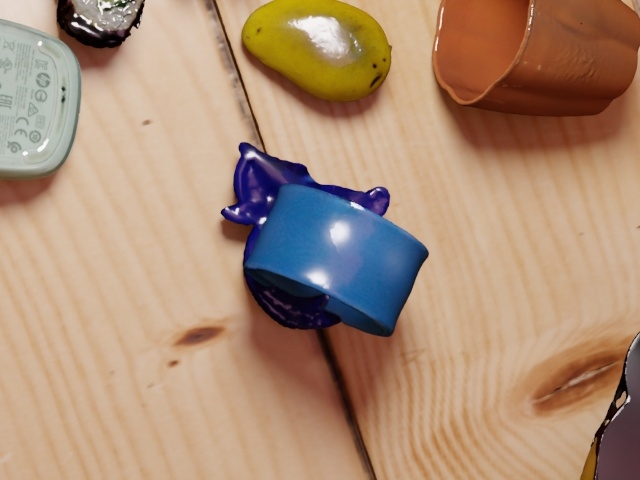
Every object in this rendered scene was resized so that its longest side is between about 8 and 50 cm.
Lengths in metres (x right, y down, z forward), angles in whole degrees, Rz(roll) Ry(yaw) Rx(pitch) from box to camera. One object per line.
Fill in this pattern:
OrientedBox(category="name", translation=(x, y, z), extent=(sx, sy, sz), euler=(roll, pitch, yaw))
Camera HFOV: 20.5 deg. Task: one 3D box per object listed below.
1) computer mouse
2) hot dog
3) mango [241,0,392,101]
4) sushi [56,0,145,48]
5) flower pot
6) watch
OrientedBox(category="computer mouse", translation=(-0.379, -0.147, 1.733), extent=(0.288, 0.097, 0.160), euler=(9, 83, -28))
OrientedBox(category="hot dog", translation=(0.372, 0.276, 1.934), extent=(0.194, 0.107, 0.326), euler=(22, 75, 0))
OrientedBox(category="mango", translation=(-0.003, -0.205, 1.864), extent=(0.161, 0.076, 0.103), euler=(17, 89, -7))
OrientedBox(category="sushi", translation=(-0.228, -0.245, 1.790), extent=(0.098, 0.084, 0.094), euler=(14, 87, -11))
OrientedBox(category="flower pot", translation=(0.238, -0.218, 1.894), extent=(0.173, 0.190, 0.191), euler=(12, 84, -30))
OrientedBox(category="watch", translation=(0.004, 0.009, 1.791), extent=(0.196, 0.200, 0.171), euler=(18, 85, -19))
